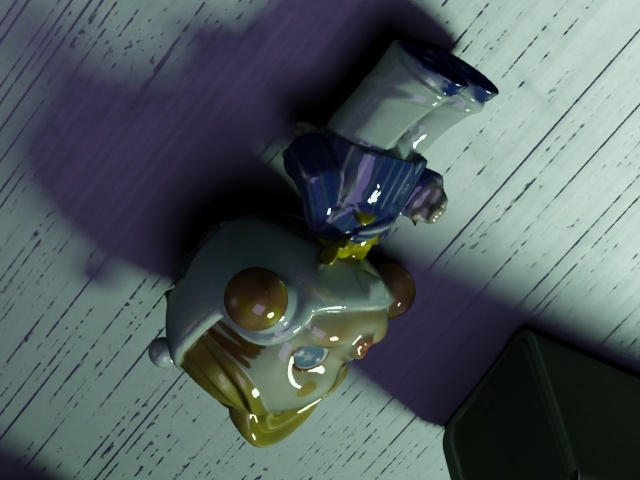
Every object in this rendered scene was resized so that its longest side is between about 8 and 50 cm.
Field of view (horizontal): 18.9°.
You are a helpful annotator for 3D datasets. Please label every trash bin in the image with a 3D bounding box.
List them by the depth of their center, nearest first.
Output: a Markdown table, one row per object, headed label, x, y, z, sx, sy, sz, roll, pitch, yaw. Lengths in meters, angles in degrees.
| label | x | y | z | sx | sy | sz | roll | pitch | yaw |
| --- | --- | --- | --- | --- | --- | --- | --- | --- | --- |
| trash bin | 0.225 | 0.183 | 1.348 | 0.240 | 0.164 | 0.122 | 19 | 123 | -25 |

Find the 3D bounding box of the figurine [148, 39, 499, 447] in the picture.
| label | x | y | z | sx | sy | sz | roll | pitch | yaw |
| --- | --- | --- | --- | --- | --- | --- | --- | --- | --- |
| figurine | -0.004 | -0.002 | 1.190 | 0.194 | 0.133 | 0.274 | -26 | 148 | -44 |
